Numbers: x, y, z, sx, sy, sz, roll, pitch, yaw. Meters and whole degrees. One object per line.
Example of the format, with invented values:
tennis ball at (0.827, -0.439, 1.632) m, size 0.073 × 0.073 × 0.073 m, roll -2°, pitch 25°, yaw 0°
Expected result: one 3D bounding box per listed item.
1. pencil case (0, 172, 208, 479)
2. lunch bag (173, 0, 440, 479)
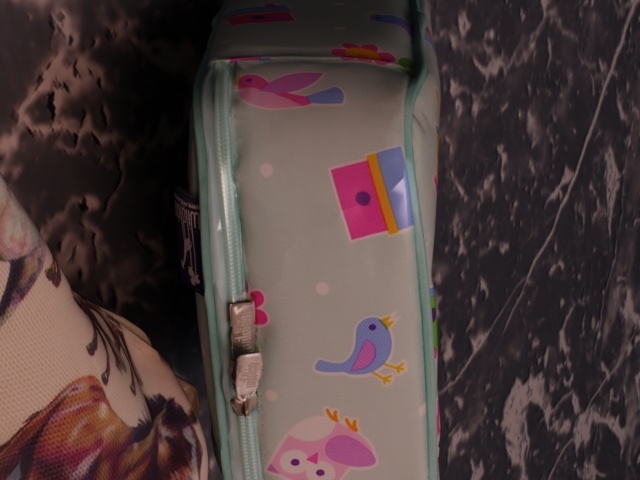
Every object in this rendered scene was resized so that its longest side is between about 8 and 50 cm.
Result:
pencil case at (-0.177, -0.011, 0.477) m, size 0.183 × 0.160 × 0.410 m, roll -45°, pitch 136°, yaw -18°
lunch bag at (0.000, 0.000, 0.681) m, size 0.279 × 0.108 × 0.224 m, roll -85°, pitch 175°, yaw -66°
